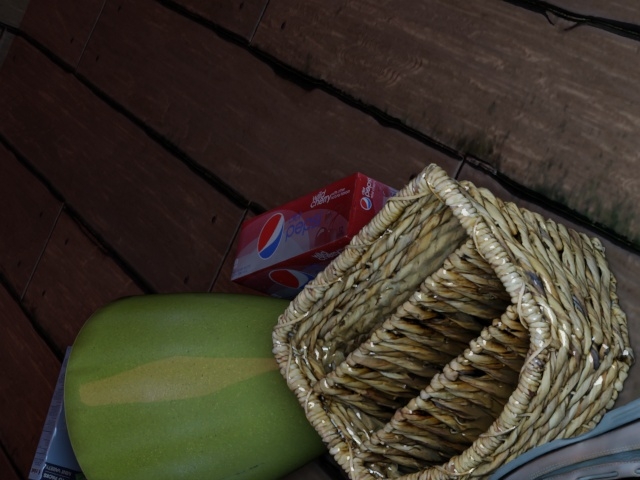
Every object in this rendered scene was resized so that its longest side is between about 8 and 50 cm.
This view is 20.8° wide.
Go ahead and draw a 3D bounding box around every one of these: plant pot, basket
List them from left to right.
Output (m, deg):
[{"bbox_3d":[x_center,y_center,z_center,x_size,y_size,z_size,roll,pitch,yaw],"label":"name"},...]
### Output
[{"bbox_3d":[-0.090,0.172,1.977,0.293,0.275,0.275,-14,58,37],"label":"plant pot"},{"bbox_3d":[0.116,0.117,1.656,0.299,0.223,0.213,-45,36,36],"label":"basket"}]

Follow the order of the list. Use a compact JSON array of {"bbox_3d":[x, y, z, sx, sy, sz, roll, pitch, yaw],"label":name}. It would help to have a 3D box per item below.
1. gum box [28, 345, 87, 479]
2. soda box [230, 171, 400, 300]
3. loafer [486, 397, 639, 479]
[{"bbox_3d":[-0.288,0.251,2.330,0.041,0.157,0.184,-2,69,59],"label":"gum box"},{"bbox_3d":[0.000,0.000,2.070,0.263,0.092,0.083,-21,52,54],"label":"soda box"},{"bbox_3d":[0.237,0.215,1.521,0.267,0.096,0.084,-38,47,40],"label":"loafer"}]
